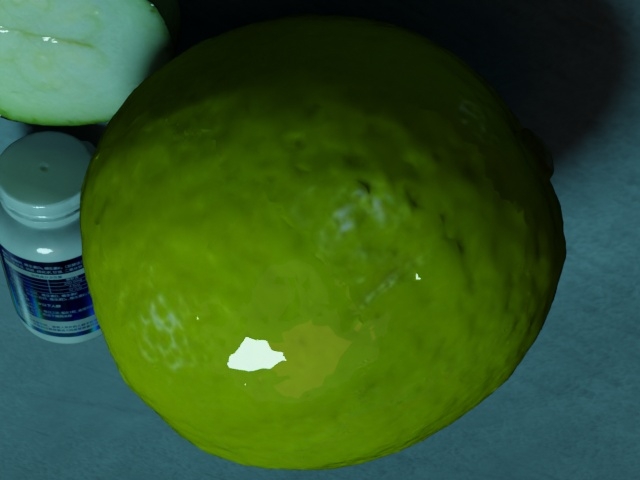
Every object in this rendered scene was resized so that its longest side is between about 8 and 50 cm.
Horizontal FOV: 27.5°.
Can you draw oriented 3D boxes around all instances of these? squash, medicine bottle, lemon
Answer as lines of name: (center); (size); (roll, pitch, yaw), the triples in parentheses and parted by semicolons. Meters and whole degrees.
squash: (-0.212, -0.166, 0.957); (0.219, 0.041, 0.219); (6, 144, 5)
medicine bottle: (-0.223, -0.002, 1.118); (0.107, 0.107, 0.191); (3, 144, 0)
lemon: (0.000, 0.000, 0.925); (0.348, 0.348, 0.348); (2, 144, 2)
